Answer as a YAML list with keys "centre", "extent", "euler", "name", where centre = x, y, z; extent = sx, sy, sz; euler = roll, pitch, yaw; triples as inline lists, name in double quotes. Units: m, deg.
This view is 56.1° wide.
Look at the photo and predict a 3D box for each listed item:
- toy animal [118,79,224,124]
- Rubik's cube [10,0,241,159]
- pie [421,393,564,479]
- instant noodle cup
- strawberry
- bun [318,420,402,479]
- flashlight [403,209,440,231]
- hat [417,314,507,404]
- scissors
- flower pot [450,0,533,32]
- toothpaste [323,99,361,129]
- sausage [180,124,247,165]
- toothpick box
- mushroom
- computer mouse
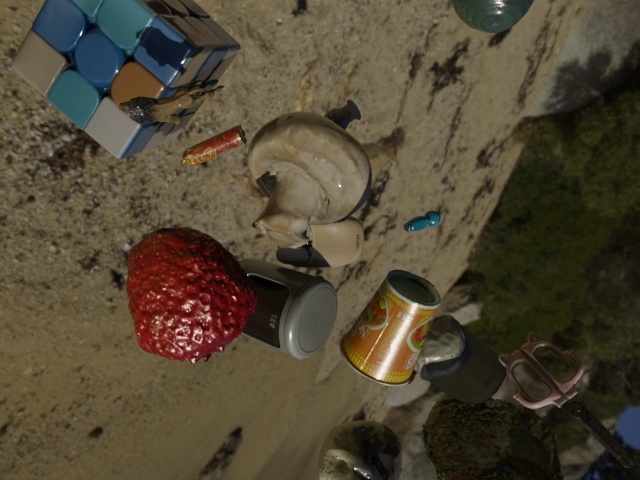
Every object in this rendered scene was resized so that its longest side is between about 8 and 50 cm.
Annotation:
- centre: [-0.291, -0.274, 1.203]
  extent: [0.219, 0.069, 0.086]
  euler: [-27, -179, -25]
  name: "toy animal"
- centre: [-0.463, -0.459, 1.491]
  extent: [0.347, 0.344, 0.347]
  euler: [-48, -175, 22]
  name: "Rubik's cube"
- centre: [0.480, 0.598, 1.664]
  extent: [0.418, 0.394, 0.181]
  euler: [-79, 172, -52]
  name: "pie"
- centre: [0.147, 0.165, 1.180]
  extent: [0.168, 0.168, 0.185]
  euler: [-37, 153, -60]
  name: "instant noodle cup"
- centre: [-0.271, 0.100, 1.195]
  extent: [0.257, 0.257, 0.277]
  euler: [-49, 122, -46]
  name: "strawberry"
- centre: [0.125, 0.633, 1.666]
  extent: [0.168, 0.273, 0.273]
  euler: [-24, -154, 53]
  name: "bun"
- centre: [0.298, -0.055, 1.760]
  extent: [0.129, 0.051, 0.051]
  euler: [-16, 135, -35]
  name: "flashlight"
- centre: [0.410, 0.333, 1.742]
  extent: [0.214, 0.244, 0.149]
  euler: [-49, 138, -23]
  name: "hat"
- centre: [0.497, 0.321, 1.204]
  extent: [0.160, 0.318, 0.024]
  euler: [-35, 139, -2]
  name: "scissors"
- centre: [0.358, -0.556, 1.254]
  extent: [0.189, 0.157, 0.243]
  euler: [148, -51, -61]
  name: "flower pot"
- centre: [-0.013, -0.269, 1.556]
  extent: [0.061, 0.266, 0.096]
  euler: [28, 44, -40]
  name: "toothpaste"
- centre: [-0.398, -0.339, 2.195]
  extent: [0.263, 0.083, 0.083]
  euler: [-22, 180, 13]
  name: "sausage"
- centre: [-0.127, 0.161, 1.576]
  extent: [0.229, 0.316, 0.229]
  euler: [-29, 126, -48]
  name: "toothpick box"
- centre: [-0.040, -0.131, 1.350]
  extent: [0.298, 0.297, 0.290]
  euler: [91, 22, -56]
  name: "mushroom"
- centre: [0.000, 0.000, 1.559]
  extent: [0.082, 0.236, 0.145]
  euler: [-126, -142, -71]
  name: "computer mouse"
